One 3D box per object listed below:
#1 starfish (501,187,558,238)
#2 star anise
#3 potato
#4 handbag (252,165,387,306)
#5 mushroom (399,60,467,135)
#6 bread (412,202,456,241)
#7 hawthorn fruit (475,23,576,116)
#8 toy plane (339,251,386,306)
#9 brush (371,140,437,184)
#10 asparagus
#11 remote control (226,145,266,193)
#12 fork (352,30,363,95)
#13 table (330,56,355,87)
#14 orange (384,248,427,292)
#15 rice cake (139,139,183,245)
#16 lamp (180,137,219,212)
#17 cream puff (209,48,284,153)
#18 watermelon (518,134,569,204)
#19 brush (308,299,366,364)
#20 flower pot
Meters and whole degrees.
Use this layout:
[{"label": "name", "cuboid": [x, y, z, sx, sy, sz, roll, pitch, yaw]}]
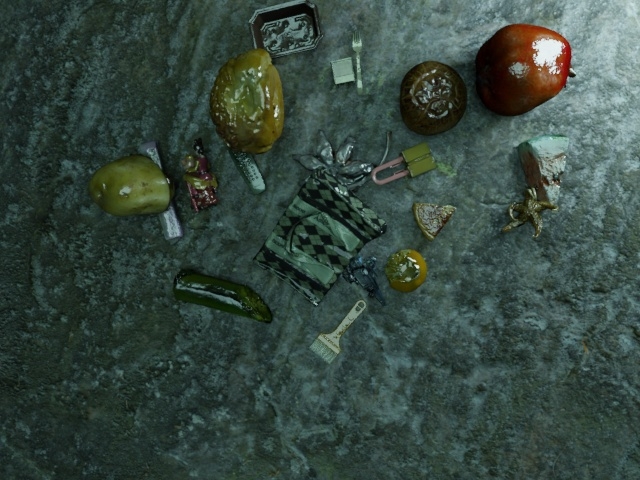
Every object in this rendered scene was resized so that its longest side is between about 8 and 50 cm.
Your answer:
[{"label": "starfish", "cuboid": [0.719, -0.082, 1.842, 0.146, 0.074, 0.190, 50, 120, 15]}, {"label": "star anise", "cuboid": [0.055, -0.266, 1.869, 0.315, 0.139, 0.360, 21, 99, -5]}, {"label": "potato", "cuboid": [-0.680, -0.183, 1.862, 0.285, 0.242, 0.243, 34, 97, 26]}, {"label": "handbag", "cuboid": [0.000, 0.000, 1.823, 0.316, 0.180, 0.416, 37, 117, 2]}, {"label": "mushroom", "cuboid": [0.384, -0.487, 1.824, 0.253, 0.153, 0.253, 0, 95, -5]}, {"label": "bread", "cuboid": [0.401, -0.063, 1.894, 0.154, 0.054, 0.136, 4, 93, 11]}, {"label": "hawthorn fruit", "cuboid": [0.654, -0.565, 1.733, 0.311, 0.295, 0.295, -32, 90, 6]}, {"label": "toy plane", "cuboid": [0.164, 0.148, 1.919, 0.169, 0.078, 0.246, -29, 95, 34]}, {"label": "brush", "cuboid": [0.284, -0.258, 1.869, 0.233, 0.047, 0.103, -23, 90, -8]}, {"label": "asparagus", "cuboid": [-0.352, 0.205, 1.959, 0.381, 0.108, 0.129, 15, 94, 2]}, {"label": "remote control", "cuboid": [-0.269, -0.273, 1.949, 0.072, 0.042, 0.222, -28, 90, 6]}, {"label": "fork", "cuboid": [0.137, -0.631, 1.899, 0.034, 0.028, 0.220, -6, 97, -2]}, {"label": "table", "cuboid": [0.081, -0.594, 1.883, 0.079, 0.062, 0.083, -10, 93, 6]}, {"label": "orange", "cuboid": [0.302, 0.106, 1.878, 0.156, 0.134, 0.157, 0, 90, -8]}, {"label": "rice cake", "cuboid": [-0.588, -0.179, 1.974, 0.070, 0.064, 0.399, -16, 92, -4]}, {"label": "lamp", "cuboid": [-0.447, -0.237, 1.930, 0.118, 0.118, 0.253, -14, 99, 6]}, {"label": "cream puff", "cuboid": [-0.254, -0.463, 1.794, 0.231, 0.327, 0.343, 0, 135, 9]}, {"label": "watermelon", "cuboid": [0.777, -0.242, 1.839, 0.154, 0.094, 0.241, -7, 97, 12]}, {"label": "brush", "cuboid": [0.078, 0.328, 1.972, 0.103, 0.013, 0.272, 39, 96, 1]}, {"label": "flower pot", "cuboid": [-0.119, -0.737, 1.883, 0.250, 0.084, 0.179, -11, 93, 7]}]
